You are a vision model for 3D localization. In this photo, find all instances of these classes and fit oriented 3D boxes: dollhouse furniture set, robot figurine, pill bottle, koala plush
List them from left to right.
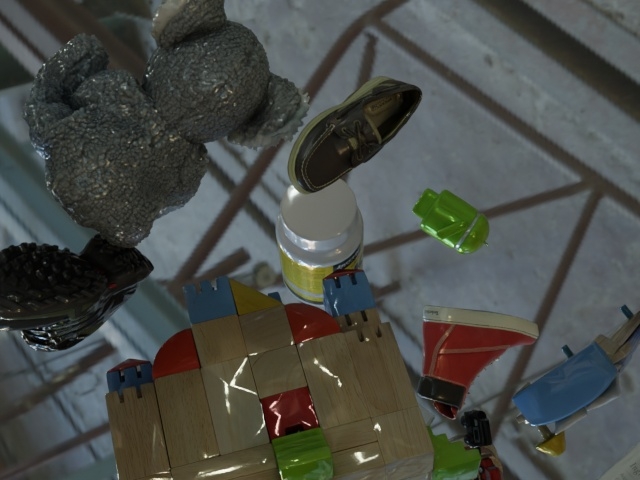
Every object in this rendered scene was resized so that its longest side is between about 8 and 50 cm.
[{"bbox_3d":[-0.135,-0.117,1.015,0.196,0.221,0.203,53,-167,-20],"label":"koala plush"},{"bbox_3d":[0.000,0.000,1.514,0.119,0.119,0.208,54,167,21],"label":"pill bottle"},{"bbox_3d":[0.185,-0.026,1.560,0.115,0.101,0.067,34,96,3],"label":"robot figurine"},{"bbox_3d":[0.440,0.172,1.433,0.303,0.286,0.198,-41,82,31],"label":"dollhouse furniture set"}]

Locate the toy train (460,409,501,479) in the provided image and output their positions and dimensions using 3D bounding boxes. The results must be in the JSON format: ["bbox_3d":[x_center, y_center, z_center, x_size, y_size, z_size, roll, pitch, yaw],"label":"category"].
[{"bbox_3d":[0.196,0.277,1.313,0.036,0.027,0.158,-19,77,48],"label":"toy train"}]

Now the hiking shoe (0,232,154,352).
[{"bbox_3d":[-0.239,0.063,1.004,0.086,0.227,0.114,38,111,17],"label":"hiking shoe"}]

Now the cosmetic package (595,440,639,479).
[{"bbox_3d":[0.377,0.253,0.973,0.217,0.385,0.156,42,-172,-34],"label":"cosmetic package"}]

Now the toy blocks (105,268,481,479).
[{"bbox_3d":[-0.064,0.150,1.114,0.190,0.381,0.261,86,169,-55],"label":"toy blocks"}]

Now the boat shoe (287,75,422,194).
[{"bbox_3d":[0.031,-0.096,0.978,0.049,0.152,0.056,3,133,50],"label":"boat shoe"}]

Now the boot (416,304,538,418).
[{"bbox_3d":[0.253,0.200,1.807,0.088,0.244,0.176,3,87,52],"label":"boot"}]

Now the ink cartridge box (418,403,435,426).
[{"bbox_3d":[0.055,0.232,1.394,0.127,0.072,0.175,36,154,6],"label":"ink cartridge box"}]

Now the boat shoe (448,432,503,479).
[{"bbox_3d":[0.143,0.426,1.716,0.123,0.324,0.116,47,-173,-27],"label":"boat shoe"}]
